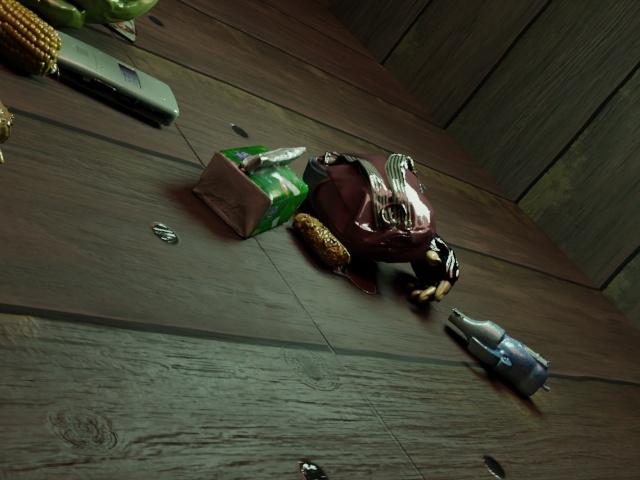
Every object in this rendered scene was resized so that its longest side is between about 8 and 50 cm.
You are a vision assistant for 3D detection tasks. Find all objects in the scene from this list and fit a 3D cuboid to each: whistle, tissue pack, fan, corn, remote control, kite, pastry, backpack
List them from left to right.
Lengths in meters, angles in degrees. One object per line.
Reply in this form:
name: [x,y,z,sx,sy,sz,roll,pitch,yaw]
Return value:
corn: [-0.587,-0.402,1.637,0.310,0.101,0.101,37,20,-11]
kite: [-0.529,-0.559,2.218,0.268,0.013,0.323,45,18,14]
remote control: [-0.423,-0.324,1.826,0.296,0.056,0.140,23,23,-35]
tissue pack: [-0.116,-0.119,1.776,0.148,0.156,0.209,40,21,10]
pastry: [0.000,0.000,1.870,0.080,0.056,0.140,28,13,-45]
fan: [0.068,0.077,1.893,0.133,0.005,0.085,18,29,-48]
backpack: [0.117,-0.074,2.000,0.283,0.197,0.317,3,29,-16]
whistle: [0.389,0.242,1.996,0.269,0.093,0.180,36,13,10]

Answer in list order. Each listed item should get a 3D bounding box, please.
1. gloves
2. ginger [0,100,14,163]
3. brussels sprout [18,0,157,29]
gloves: [0.248,0.071,2.035,0.124,0.164,0.203,-10,43,-5]
ginger: [-0.518,-0.184,1.285,0.216,0.102,0.157,42,27,7]
brussels sprout: [-0.508,-0.616,1.924,0.425,0.343,0.361,-13,5,-27]
